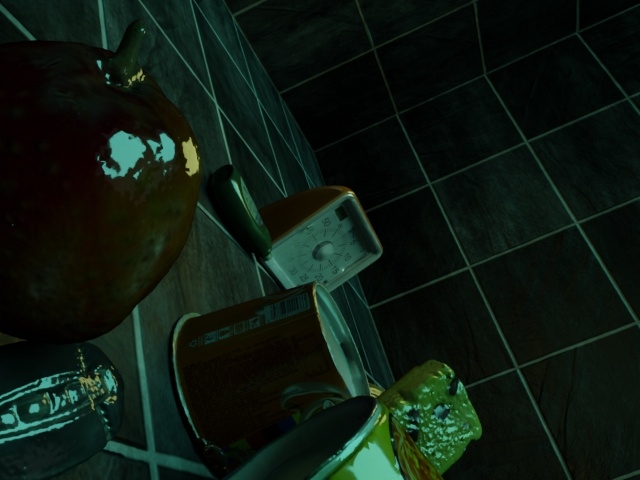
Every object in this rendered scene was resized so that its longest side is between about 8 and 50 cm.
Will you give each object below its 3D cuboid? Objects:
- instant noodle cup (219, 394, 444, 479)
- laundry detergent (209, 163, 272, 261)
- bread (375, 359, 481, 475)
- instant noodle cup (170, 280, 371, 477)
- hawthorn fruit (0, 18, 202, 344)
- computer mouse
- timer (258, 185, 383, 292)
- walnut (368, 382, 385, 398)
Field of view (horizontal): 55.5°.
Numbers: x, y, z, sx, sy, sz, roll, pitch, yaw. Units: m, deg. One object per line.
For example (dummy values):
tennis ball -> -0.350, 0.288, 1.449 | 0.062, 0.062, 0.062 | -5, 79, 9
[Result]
instant noodle cup -> 0.021, 0.328, 0.597 | 0.254, 0.326, 0.325 | 57, 8, 3
laundry detergent -> -0.155, -0.051, 1.265 | 0.210, 0.063, 0.137 | 62, 3, -27
bread -> 0.082, 0.314, 0.863 | 0.077, 0.361, 0.138 | -17, -79, 60
instant noodle cup -> -0.055, 0.179, 0.822 | 0.250, 0.192, 0.250 | -24, 90, -81
hawthorn fruit -> -0.185, -0.048, 0.453 | 0.215, 0.249, 0.215 | 36, 13, -10
computer mouse -> -0.205, 0.127, 0.481 | 0.192, 0.062, 0.105 | 27, 40, -79
timer -> 0.000, 0.000, 1.442 | 0.257, 0.250, 0.161 | 58, 12, -47
walnut -> 0.048, 0.339, 0.999 | 0.213, 0.213, 0.213 | -23, 90, -82
